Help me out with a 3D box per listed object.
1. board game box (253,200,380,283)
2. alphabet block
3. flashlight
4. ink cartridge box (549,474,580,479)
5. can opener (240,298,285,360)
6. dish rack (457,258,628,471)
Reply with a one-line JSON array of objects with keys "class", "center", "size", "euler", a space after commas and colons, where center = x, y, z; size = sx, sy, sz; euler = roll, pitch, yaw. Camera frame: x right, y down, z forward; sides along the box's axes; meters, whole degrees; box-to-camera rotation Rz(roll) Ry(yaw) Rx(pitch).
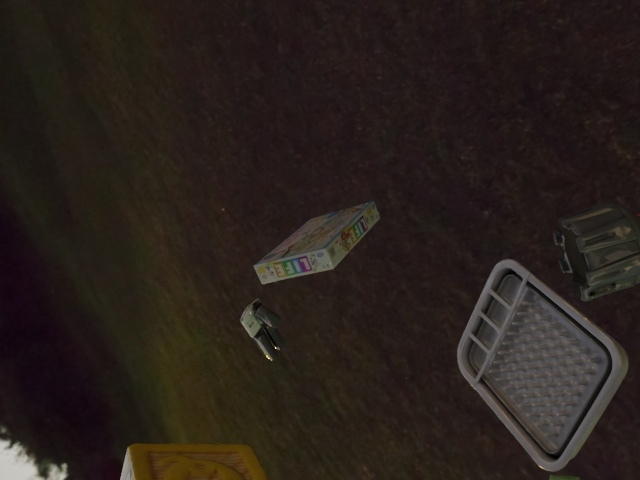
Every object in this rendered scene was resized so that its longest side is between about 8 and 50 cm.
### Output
[{"class": "board game box", "center": [0.000, 0.000, 0.686], "size": [0.103, 0.154, 0.026], "euler": [-14, 107, 32]}, {"class": "alphabet block", "center": [-0.178, 0.414, 0.750], "size": [0.192, 0.193, 0.197], "euler": [28, 105, 61]}, {"class": "flashlight", "center": [0.411, -0.039, 0.594], "size": [0.103, 0.304, 0.103], "euler": [70, -178, -52]}, {"class": "ink cartridge box", "center": [0.412, 0.543, 0.914], "size": [0.056, 0.235, 0.171], "euler": [-7, 115, 28]}, {"class": "can opener", "center": [-0.138, 0.250, 1.475], "size": [0.095, 0.076, 0.283], "euler": [24, 154, 27]}, {"class": "dish rack", "center": [0.411, 0.224, 1.046], "size": [0.333, 0.072, 0.286], "euler": [-125, 46, -55]}]
